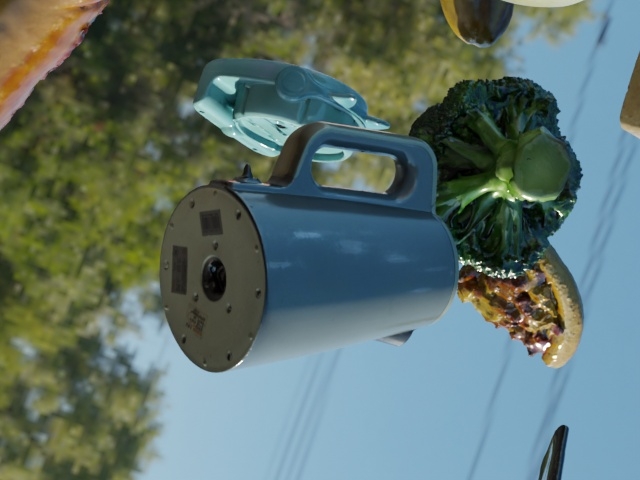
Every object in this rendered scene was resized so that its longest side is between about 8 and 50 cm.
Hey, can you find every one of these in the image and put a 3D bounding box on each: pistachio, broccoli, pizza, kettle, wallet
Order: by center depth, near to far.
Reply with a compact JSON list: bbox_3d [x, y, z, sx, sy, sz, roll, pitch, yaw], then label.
[{"bbox_3d":[0.000,0.000,1.439,0.160,0.243,0.211,7,-82,51],"label":"kettle"},{"bbox_3d":[0.250,0.284,1.799,0.082,0.018,0.157,104,4,-46],"label":"wallet"},{"bbox_3d":[0.248,-0.087,2.301,0.297,0.297,0.298,-160,-88,-78],"label":"broccoli"},{"bbox_3d":[0.223,-0.373,2.350,0.100,0.110,0.189,-64,152,-50],"label":"pistachio"},{"bbox_3d":[0.316,0.096,2.668,0.081,0.228,0.289,-55,142,-35],"label":"pizza"}]

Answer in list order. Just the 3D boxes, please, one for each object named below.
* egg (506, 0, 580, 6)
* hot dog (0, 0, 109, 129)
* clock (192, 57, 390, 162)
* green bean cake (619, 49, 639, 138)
[{"bbox_3d":[0.262,-0.405,1.877,0.278,0.336,0.278,-163,-90,-75],"label":"egg"},{"bbox_3d":[-0.263,-0.289,1.318,0.365,0.196,0.367,-47,-131,12],"label":"hot dog"},{"bbox_3d":[-0.038,-0.192,2.464,0.274,0.223,0.094,9,-104,37],"label":"clock"},{"bbox_3d":[0.462,-0.207,2.070,0.109,0.085,0.179,13,-97,51],"label":"green bean cake"}]
